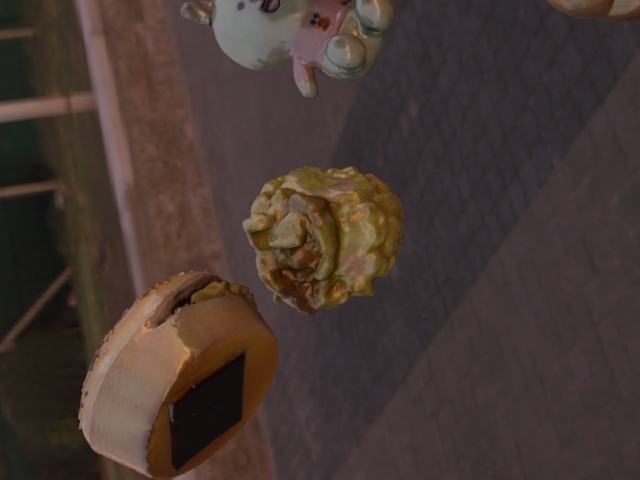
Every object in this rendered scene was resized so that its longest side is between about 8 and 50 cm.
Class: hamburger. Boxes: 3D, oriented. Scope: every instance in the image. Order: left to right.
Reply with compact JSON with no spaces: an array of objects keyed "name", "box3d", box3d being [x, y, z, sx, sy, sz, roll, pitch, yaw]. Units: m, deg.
[{"name":"hamburger","box3d":[-0.196,0.179,1.646,0.176,0.300,0.300,37,146,23]}]

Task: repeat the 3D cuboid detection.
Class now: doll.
[{"name":"doll","box3d":[-0.033,-0.254,1.442,0.113,0.275,0.155,30,-101,-61]}]

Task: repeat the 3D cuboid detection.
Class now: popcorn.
[{"name":"popcorn","box3d":[0.000,0.000,1.775,0.259,0.259,0.212,-128,28,-63]}]

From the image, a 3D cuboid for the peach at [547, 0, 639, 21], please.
[{"name":"peach","box3d":[0.392,-0.414,1.693,0.232,0.232,0.232,171,90,-76]}]
